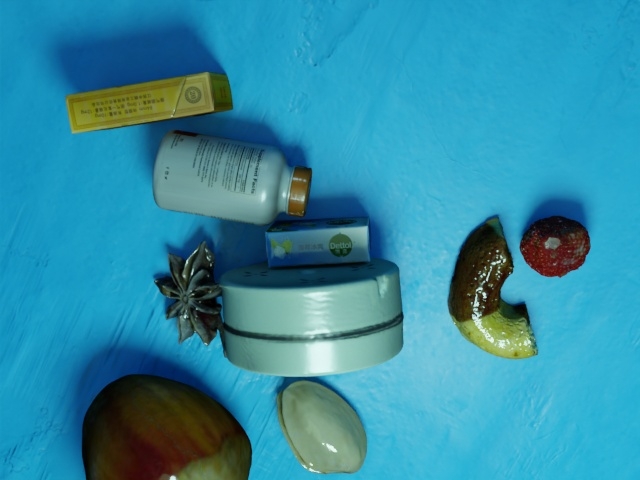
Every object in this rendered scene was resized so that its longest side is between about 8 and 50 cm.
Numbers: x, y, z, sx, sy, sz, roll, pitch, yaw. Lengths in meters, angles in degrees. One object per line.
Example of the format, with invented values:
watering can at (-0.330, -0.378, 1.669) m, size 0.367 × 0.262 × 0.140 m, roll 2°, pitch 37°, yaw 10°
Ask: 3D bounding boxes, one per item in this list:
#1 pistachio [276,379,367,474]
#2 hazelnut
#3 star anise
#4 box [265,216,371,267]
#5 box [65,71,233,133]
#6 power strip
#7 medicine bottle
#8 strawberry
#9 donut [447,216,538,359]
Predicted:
pistachio at (0.000, 0.385, 1.695) m, size 0.223 × 0.126 × 0.152 m, roll 44°, pitch 67°, yaw 1°
hazelnut at (-0.309, 0.438, 1.633) m, size 0.366 × 0.366 × 0.366 m, roll 1°, pitch 100°, yaw 5°
star anise at (-0.240, 0.124, 1.665) m, size 0.209 × 0.089 × 0.231 m, roll -14°, pitch 94°, yaw 44°
box at (0.000, 0.001, 1.617) m, size 0.194 × 0.139 × 0.073 m, roll -3°, pitch 99°, yaw 5°
box at (-0.318, -0.261, 1.582) m, size 0.274 × 0.174 × 0.076 m, roll -8°, pitch 100°, yaw 6°
power strip at (-0.023, 0.132, 1.552) m, size 0.357 × 0.357 × 0.161 m, roll -3°, pitch 98°, yaw 5°
medicine bottle at (-0.164, -0.115, 1.603) m, size 0.288 × 0.157 × 0.157 m, roll 10°, pitch 100°, yaw 3°
strawberry at (0.446, 0.013, 1.577) m, size 0.131 × 0.148 × 0.131 m, roll 1°, pitch 101°, yaw 4°
donut at (0.324, 0.117, 1.624) m, size 0.151 × 0.112 × 0.295 m, roll -16°, pitch 97°, yaw 5°
